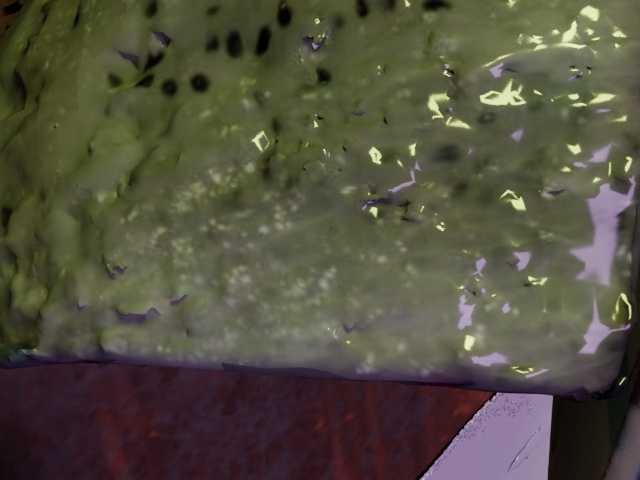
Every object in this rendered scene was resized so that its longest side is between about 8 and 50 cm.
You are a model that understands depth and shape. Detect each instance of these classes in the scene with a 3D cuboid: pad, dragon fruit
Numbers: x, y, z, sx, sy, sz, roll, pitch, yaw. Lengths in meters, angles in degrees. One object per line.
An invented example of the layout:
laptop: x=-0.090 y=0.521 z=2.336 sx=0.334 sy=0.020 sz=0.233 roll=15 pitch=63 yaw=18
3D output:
pad: x=0.123 y=0.147 z=0.894 sx=0.232 sy=0.004 sz=0.156 roll=-47 pitch=138 yaw=-7
dragon fruit: x=-0.001 y=-0.052 z=0.494 sx=0.283 sy=0.221 sz=0.204 roll=39 pitch=53 yaw=-82

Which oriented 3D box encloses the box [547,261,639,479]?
box: x=0.143 y=-0.027 z=0.564 sx=0.200 sy=0.065 sz=0.343 roll=96 pitch=5 yaw=-46
